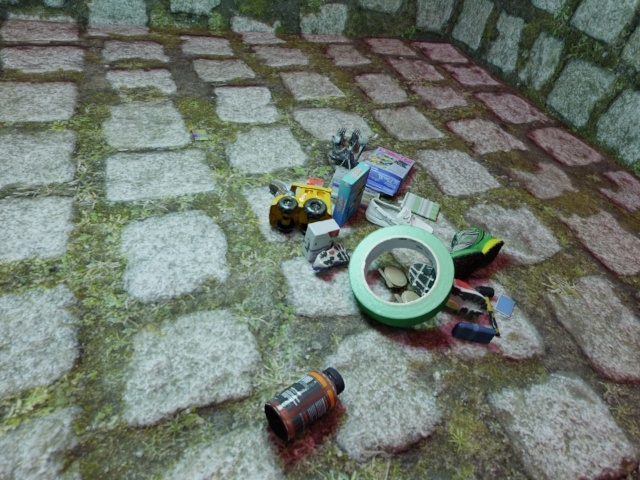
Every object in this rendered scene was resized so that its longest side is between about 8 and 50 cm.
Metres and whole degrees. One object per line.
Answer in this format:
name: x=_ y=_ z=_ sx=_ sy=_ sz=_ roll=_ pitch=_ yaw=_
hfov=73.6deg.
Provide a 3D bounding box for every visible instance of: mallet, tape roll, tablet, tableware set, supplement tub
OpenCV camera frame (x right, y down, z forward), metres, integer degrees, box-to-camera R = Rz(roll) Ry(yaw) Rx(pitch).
mallet: x=0.557 y=0.230 z=1.430 sx=0.062 sy=0.039 sz=0.190 roll=12 pitch=47 yaw=-2
tape roll: x=0.250 y=0.105 z=1.343 sx=0.321 sy=0.077 sz=0.321 roll=-5 pitch=60 yaw=9
tablet: x=0.635 y=0.224 z=1.474 sx=0.054 sy=0.006 sz=0.083 roll=30 pitch=46 yaw=16
tableware set: x=0.271 y=0.168 z=1.414 sx=0.128 sy=0.039 sz=0.194 roll=-3 pitch=49 yaw=-37
supplement tub: x=-0.032 y=0.392 z=1.052 sx=0.198 sy=0.106 sz=0.106 roll=-24 pitch=55 yaw=-34

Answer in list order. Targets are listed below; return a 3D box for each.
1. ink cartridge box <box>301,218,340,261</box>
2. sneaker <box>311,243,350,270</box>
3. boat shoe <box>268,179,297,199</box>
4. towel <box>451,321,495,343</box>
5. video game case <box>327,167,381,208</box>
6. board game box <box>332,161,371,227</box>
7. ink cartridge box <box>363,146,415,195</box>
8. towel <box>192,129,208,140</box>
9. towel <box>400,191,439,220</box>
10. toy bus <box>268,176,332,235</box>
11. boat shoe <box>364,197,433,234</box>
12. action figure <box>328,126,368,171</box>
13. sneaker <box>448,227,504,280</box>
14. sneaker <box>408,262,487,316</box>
ink cartridge box: x=0.000 y=0.000 z=1.448 sx=0.099 sy=0.135 sz=0.056 roll=-15 pitch=53 yaw=-27
sneaker: x=0.032 y=0.061 z=1.448 sx=0.170 sy=0.071 sz=0.068 roll=-13 pitch=69 yaw=-46
boat shoe: x=-0.140 y=-0.167 z=1.636 sx=0.183 sy=0.066 sz=0.066 roll=37 pitch=49 yaw=22
towel: x=0.473 y=0.283 z=1.326 sx=0.119 sy=0.067 sz=0.029 roll=13 pitch=45 yaw=-1
video game case: x=0.145 y=-0.216 z=1.794 sx=0.212 sy=0.023 sz=0.193 roll=19 pitch=43 yaw=3
board game box: x=0.113 y=-0.170 z=1.600 sx=0.047 sy=0.210 sz=0.160 roll=30 pitch=44 yaw=16
ink cartridge box: x=0.287 y=-0.309 z=1.881 sx=0.185 sy=0.065 sz=0.311 roll=26 pitch=40 yaw=13
towel: x=-0.529 y=-0.464 z=1.886 sx=0.060 sy=0.009 sz=0.083 roll=-9 pitch=48 yaw=-23
towel: x=0.418 y=-0.140 z=1.791 sx=0.152 sy=0.023 sz=0.113 roll=25 pitch=46 yaw=8
toy bus: x=-0.063 y=-0.140 z=1.538 sx=0.220 sy=0.149 sz=0.211 roll=9 pitch=57 yaw=-4
boat shoe: x=0.309 y=-0.083 z=1.643 sx=0.277 sy=0.096 sz=0.098 roll=21 pitch=43 yaw=7
action figure: x=0.121 y=-0.428 z=1.924 sx=0.164 sy=0.141 sz=0.276 roll=10 pitch=39 yaw=-6
sneaker: x=0.518 y=0.045 z=1.562 sx=0.343 sy=0.134 sz=0.146 roll=-17 pitch=44 yaw=-40
sneaker: x=0.417 y=0.160 z=1.426 sx=0.279 sy=0.107 sz=0.118 roll=31 pitch=17 yaw=4
